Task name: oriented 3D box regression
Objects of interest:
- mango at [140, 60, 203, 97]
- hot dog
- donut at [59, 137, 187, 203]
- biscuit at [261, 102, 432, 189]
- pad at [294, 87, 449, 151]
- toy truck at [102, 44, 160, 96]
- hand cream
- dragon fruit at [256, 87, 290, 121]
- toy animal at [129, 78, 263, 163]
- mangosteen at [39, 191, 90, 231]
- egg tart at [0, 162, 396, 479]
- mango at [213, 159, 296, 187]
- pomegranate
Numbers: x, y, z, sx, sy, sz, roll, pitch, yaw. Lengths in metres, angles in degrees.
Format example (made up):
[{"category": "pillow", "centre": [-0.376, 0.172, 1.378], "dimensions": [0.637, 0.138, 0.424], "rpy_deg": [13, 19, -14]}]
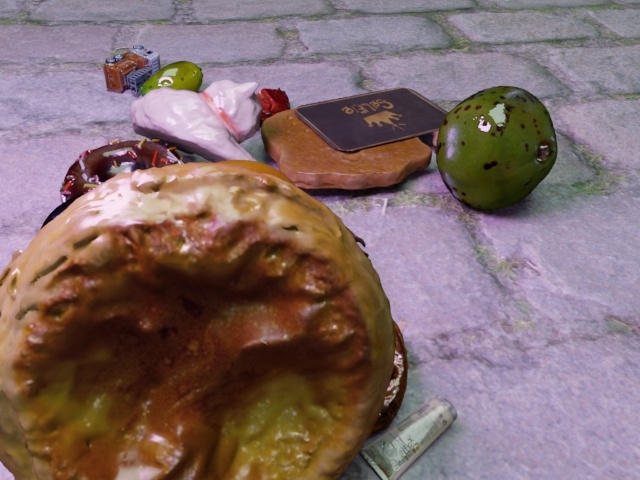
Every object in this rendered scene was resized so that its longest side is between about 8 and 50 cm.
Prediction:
[{"category": "mango", "centre": [-0.401, -0.423, 1.428], "dimensions": [0.178, 0.100, 0.119], "rpy_deg": [-34, 13, -25]}, {"category": "hot dog", "centre": [0.042, 0.168, 0.764], "dimensions": [0.161, 0.099, 0.226], "rpy_deg": [5, 45, -22]}, {"category": "donut", "centre": [-0.393, -0.117, 1.070], "dimensions": [0.270, 0.103, 0.269], "rpy_deg": [1, 43, -1]}, {"category": "biscuit", "centre": [0.060, -0.229, 1.246], "dimensions": [0.385, 0.062, 0.365], "rpy_deg": [-8, 40, -15]}, {"category": "pad", "centre": [0.127, -0.349, 1.304], "dimensions": [0.376, 0.063, 0.315], "rpy_deg": [-18, 44, -26]}, {"category": "toy truck", "centre": [-0.525, -0.491, 1.511], "dimensions": [0.115, 0.080, 0.177], "rpy_deg": [20, 45, 12]}, {"category": "hand cream", "centre": [0.126, 0.266, 0.709], "dimensions": [0.143, 0.039, 0.061], "rpy_deg": [-31, 57, -21]}, {"category": "dragon fruit", "centre": [-0.134, -0.332, 1.353], "dimensions": [0.106, 0.083, 0.162], "rpy_deg": [-34, 7, 19]}, {"category": "toy animal", "centre": [-0.270, -0.274, 1.152], "dimensions": [0.266, 0.188, 0.308], "rpy_deg": [16, 2, -26]}, {"category": "mangosteen", "centre": [-0.374, 0.019, 0.873], "dimensions": [0.194, 0.194, 0.231], "rpy_deg": [-35, 17, -35]}, {"category": "egg tart", "centre": [-0.133, 0.126, 0.597], "dimensions": [0.444, 0.442, 0.178], "rpy_deg": [-9, 15, -12]}, {"category": "mango", "centre": [-0.165, 0.046, 0.787], "dimensions": [0.264, 0.221, 0.378], "rpy_deg": [48, 65, -11]}, {"category": "pomegranate", "centre": [0.348, -0.192, 1.098], "dimensions": [0.271, 0.254, 0.254], "rpy_deg": [9, 36, 43]}]
